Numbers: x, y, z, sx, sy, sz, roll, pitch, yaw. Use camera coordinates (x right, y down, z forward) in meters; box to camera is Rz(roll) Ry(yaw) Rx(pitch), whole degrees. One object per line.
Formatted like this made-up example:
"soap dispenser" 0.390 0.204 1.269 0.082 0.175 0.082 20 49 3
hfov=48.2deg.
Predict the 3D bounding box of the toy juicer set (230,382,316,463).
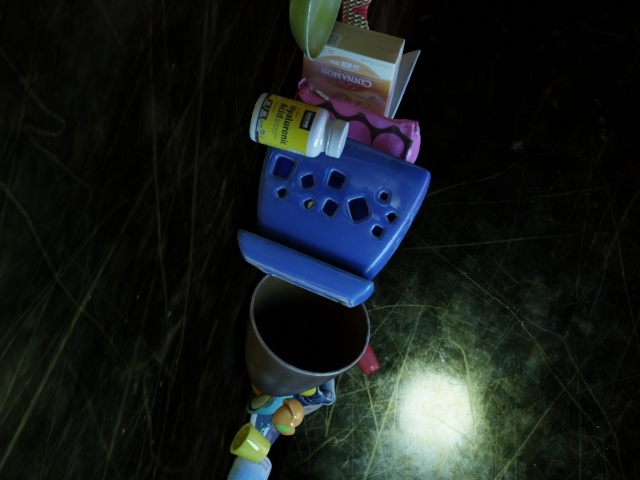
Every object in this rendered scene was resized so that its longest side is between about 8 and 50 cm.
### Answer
"toy juicer set" -0.085 0.297 1.527 0.209 0.089 0.329 -42 -162 31

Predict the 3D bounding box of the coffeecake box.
"coffeecake box" 0.044 -0.246 1.144 0.185 0.142 0.068 98 11 -53

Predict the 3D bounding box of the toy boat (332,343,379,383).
"toy boat" -0.007 0.346 1.886 0.318 0.148 0.267 -30 160 -2

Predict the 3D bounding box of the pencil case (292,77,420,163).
"pencil case" 0.053 -0.174 1.095 0.095 0.209 0.098 -65 172 -51

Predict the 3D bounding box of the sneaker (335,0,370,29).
"sneaker" 0.048 -0.390 1.216 0.084 0.069 0.185 179 -79 -68

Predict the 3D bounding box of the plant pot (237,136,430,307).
"plant pot" 0.012 -0.027 1.076 0.236 0.236 0.212 66 47 -82

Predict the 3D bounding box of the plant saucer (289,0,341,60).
"plant saucer" 0.003 -0.364 0.956 0.241 0.037 0.241 16 90 -85

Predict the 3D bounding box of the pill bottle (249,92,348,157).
"pill bottle" -0.026 -0.143 0.909 0.065 0.116 0.065 16 90 -84

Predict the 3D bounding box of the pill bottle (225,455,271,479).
"pill bottle" -0.173 0.552 1.592 0.160 0.087 0.087 -65 169 -53

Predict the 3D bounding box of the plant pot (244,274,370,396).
"plant pot" -0.054 0.193 1.307 0.230 0.215 0.215 -58 -172 49

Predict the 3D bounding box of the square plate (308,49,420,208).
"square plate" 0.054 -0.178 1.427 0.344 0.049 0.347 -66 -169 -27

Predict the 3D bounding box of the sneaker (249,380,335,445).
"sneaker" -0.062 0.379 1.626 0.086 0.163 0.226 42 62 -36
